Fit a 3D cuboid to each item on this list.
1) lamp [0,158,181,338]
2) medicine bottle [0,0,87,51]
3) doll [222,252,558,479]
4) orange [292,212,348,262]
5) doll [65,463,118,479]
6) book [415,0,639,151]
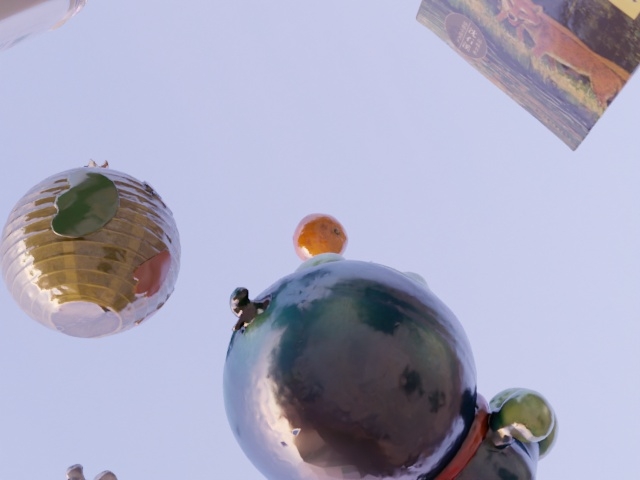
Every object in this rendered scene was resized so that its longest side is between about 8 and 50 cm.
[{"bbox_3d":[-0.319,-0.001,1.411,0.250,0.250,0.284,8,-130,-20],"label":"lamp"},{"bbox_3d":[-0.384,-0.247,1.074,0.324,0.179,0.124,-44,-65,-52],"label":"medicine bottle"},{"bbox_3d":[0.054,0.135,0.806,0.322,0.198,0.186,36,-146,-16],"label":"doll"},{"bbox_3d":[0.000,-0.001,1.474,0.084,0.083,0.083,4,-103,-20],"label":"orange"},{"bbox_3d":[-0.127,0.151,0.500,0.114,0.039,0.057,-19,-76,-66],"label":"doll"},{"bbox_3d":[0.146,-0.161,0.653,0.160,0.228,0.024,42,-108,9],"label":"book"}]
